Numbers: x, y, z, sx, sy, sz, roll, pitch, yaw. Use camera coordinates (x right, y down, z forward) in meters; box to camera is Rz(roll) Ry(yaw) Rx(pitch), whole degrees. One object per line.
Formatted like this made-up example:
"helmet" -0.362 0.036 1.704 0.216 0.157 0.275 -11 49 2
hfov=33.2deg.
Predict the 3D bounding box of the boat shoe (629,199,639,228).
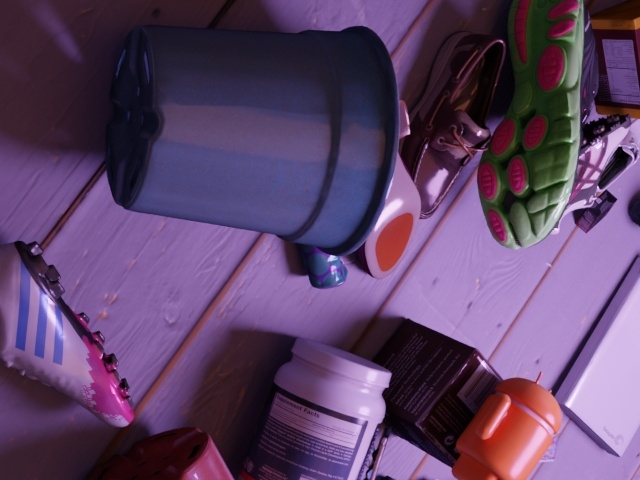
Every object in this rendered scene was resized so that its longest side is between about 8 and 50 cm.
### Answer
"boat shoe" 0.767 -0.039 2.223 0.302 0.091 0.114 12 114 -35

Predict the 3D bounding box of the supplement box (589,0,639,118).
"supplement box" 0.625 -0.354 2.040 0.191 0.129 0.194 -25 113 -26

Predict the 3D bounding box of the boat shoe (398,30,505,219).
"boat shoe" 0.227 -0.193 1.829 0.123 0.123 0.342 25 87 -34

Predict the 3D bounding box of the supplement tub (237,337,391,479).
"supplement tub" -0.008 0.314 1.754 0.191 0.191 0.272 21 89 -34

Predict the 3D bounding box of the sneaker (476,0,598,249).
"sneaker" 0.408 -0.212 1.879 0.202 0.185 0.483 23 78 -50

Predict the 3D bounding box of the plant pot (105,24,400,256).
"plant pot" -0.113 -0.158 1.521 0.334 0.341 0.341 5 98 -25

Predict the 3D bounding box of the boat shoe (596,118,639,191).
"boat shoe" 0.584 -0.167 2.088 0.226 0.075 0.083 -48 121 -14

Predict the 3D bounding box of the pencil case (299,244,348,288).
"pencil case" 0.000 0.000 1.765 0.070 0.064 0.152 -22 111 -24

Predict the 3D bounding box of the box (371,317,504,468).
"box" 0.202 0.270 1.868 0.167 0.203 0.168 -50 121 -13

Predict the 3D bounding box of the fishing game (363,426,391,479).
"fishing game" 0.079 0.402 1.828 0.041 0.264 0.189 19 88 6

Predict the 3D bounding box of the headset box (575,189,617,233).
"headset box" 0.534 -0.054 2.086 0.062 0.032 0.083 -39 163 -19

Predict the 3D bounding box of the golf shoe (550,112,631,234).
"golf shoe" 0.482 -0.132 2.009 0.273 0.105 0.120 -39 107 -8

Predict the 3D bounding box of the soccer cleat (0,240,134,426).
"soccer cleat" -0.393 0.153 1.537 0.143 0.116 0.331 -31 114 -6

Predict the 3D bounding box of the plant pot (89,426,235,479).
"plant pot" -0.212 0.447 1.629 0.272 0.272 0.265 -29 106 -24

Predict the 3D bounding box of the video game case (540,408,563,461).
"video game case" 0.448 0.388 2.165 0.087 0.011 0.122 4 99 -33

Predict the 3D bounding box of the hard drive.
"hard drive" 0.641 0.244 2.227 0.233 0.047 0.353 42 76 -32

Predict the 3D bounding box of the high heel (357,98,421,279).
"high heel" 0.069 -0.114 1.791 0.127 0.181 0.377 -24 133 -30

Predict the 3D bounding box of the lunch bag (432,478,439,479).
"lunch bag" 0.273 0.584 2.033 0.293 0.120 0.258 33 82 -32

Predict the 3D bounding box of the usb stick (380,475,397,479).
"usb stick" 0.074 0.556 1.946 0.077 0.045 0.278 38 80 -33

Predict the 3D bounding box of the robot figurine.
"robot figurine" 0.307 0.317 1.749 0.158 0.128 0.219 40 79 -11
